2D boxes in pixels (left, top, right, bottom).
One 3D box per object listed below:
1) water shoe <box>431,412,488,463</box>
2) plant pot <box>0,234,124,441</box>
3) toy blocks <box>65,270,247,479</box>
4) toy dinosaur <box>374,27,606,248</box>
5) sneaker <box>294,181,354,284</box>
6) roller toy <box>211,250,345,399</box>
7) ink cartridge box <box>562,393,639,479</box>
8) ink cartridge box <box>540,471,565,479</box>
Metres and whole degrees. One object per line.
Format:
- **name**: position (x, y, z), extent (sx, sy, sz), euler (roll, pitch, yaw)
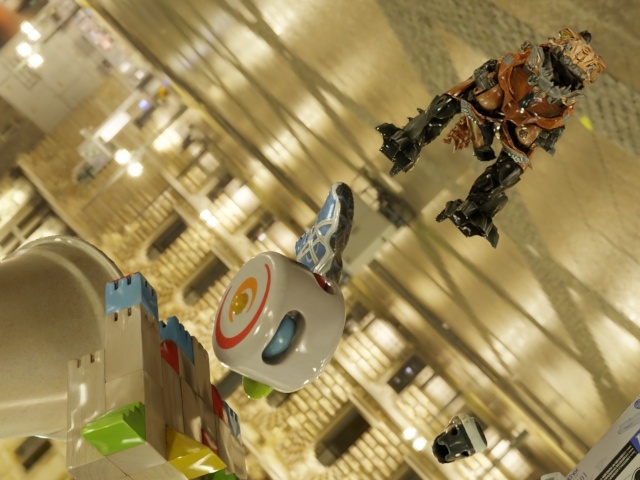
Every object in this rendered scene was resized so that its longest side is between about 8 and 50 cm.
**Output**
- **water shoe**: position (0.215, 0.325, 1.581), extent (0.203, 0.080, 0.073), euler (85, 163, -75)
- **plant pot**: position (-0.485, 0.168, 1.420), extent (0.334, 0.334, 0.305), euler (45, -157, 19)
- **toy blocks**: position (-0.193, 0.217, 1.192), extent (0.381, 0.191, 0.261), euler (61, -167, -46)
- **toy dinosaur**: position (0.191, -0.120, 1.019), extent (0.164, 0.218, 0.322), euler (41, 171, 17)
- **sneaker**: position (0.000, 0.000, 1.613), extent (0.081, 0.211, 0.080), euler (20, -163, 18)
- **roller toy**: position (-0.069, 0.117, 1.458), extent (0.146, 0.209, 0.191), euler (29, 141, -27)
- **ink cartridge box**: position (0.427, 0.305, 1.339), extent (0.097, 0.207, 0.046), euler (51, 168, -25)
- **ink cartridge box**: position (0.582, 0.671, 2.213), extent (0.232, 0.066, 0.189), euler (47, -142, -30)
